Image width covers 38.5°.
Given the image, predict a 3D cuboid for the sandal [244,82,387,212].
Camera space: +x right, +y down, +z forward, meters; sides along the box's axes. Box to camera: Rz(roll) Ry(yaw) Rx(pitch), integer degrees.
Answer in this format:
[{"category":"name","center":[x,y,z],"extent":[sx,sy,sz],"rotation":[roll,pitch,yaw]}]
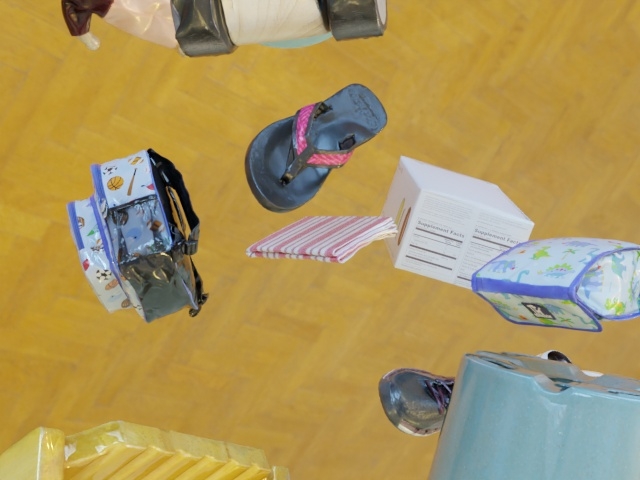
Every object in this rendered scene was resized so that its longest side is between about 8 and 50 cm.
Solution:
[{"category":"sandal","center":[0.003,-0.086,0.747],"extent":[0.179,0.067,0.040],"rotation":[-43,-173,-40]}]

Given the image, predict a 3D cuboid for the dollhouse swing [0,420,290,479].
[{"category":"dollhouse swing","center":[-0.173,0.383,0.804],"extent":[0.315,0.305,0.347],"rotation":[-38,145,16]}]

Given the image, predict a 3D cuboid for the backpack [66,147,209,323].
[{"category":"backpack","center":[-0.314,-0.013,1.576],"extent":[0.213,0.263,0.276],"rotation":[-9,153,-8]}]

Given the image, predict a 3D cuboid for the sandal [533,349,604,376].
[{"category":"sandal","center":[0.438,0.240,1.639],"extent":[0.102,0.265,0.076],"rotation":[38,66,-18]}]

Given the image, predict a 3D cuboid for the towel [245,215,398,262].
[{"category":"towel","center":[0.000,0.000,1.372],"extent":[0.144,0.197,0.029],"rotation":[-28,111,-42]}]

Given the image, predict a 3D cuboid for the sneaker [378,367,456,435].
[{"category":"sneaker","center":[0.220,0.217,1.367],"extent":[0.162,0.106,0.281],"rotation":[-34,150,30]}]

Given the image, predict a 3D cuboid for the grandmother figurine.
[{"category":"grandmother figurine","center":[-0.379,-0.433,1.630],"extent":[0.342,0.104,0.208],"rotation":[19,111,-34]}]

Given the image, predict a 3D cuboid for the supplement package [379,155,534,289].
[{"category":"supplement package","center":[0.230,-0.031,1.633],"extent":[0.204,0.262,0.145],"rotation":[16,105,-8]}]

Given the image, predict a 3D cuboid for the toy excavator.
[{"category":"toy excavator","center":[-0.047,-0.462,1.057],"extent":[0.222,0.445,0.433],"rotation":[-5,116,12]}]

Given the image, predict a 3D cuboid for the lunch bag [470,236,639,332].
[{"category":"lunch bag","center":[0.254,0.045,0.974],"extent":[0.151,0.129,0.096],"rotation":[-1,92,-44]}]

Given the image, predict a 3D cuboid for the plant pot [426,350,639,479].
[{"category":"plant pot","center":[0.253,0.309,1.018],"extent":[0.341,0.341,0.334],"rotation":[11,90,-46]}]
